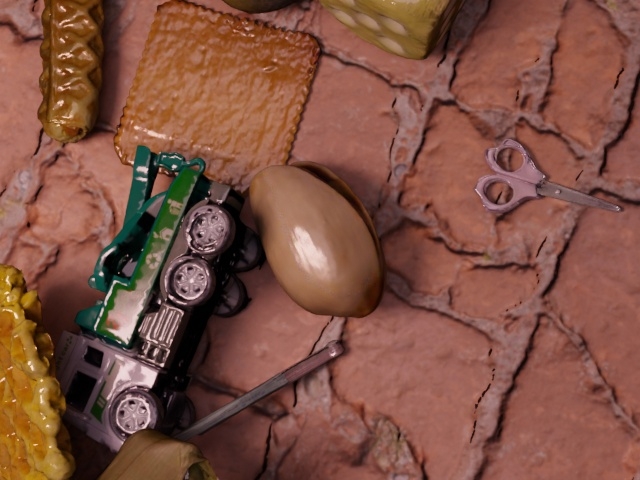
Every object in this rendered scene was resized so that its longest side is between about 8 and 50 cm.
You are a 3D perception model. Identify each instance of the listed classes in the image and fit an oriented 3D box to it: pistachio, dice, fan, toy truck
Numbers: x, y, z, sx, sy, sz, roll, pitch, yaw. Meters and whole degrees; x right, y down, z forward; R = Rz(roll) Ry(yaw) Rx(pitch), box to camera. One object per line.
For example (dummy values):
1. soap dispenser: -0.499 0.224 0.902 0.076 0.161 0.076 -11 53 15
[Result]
1. pistachio: 0.000 0.000 1.118 0.144 0.144 0.215 -29 84 -1
2. dice: 0.101 -0.339 1.136 0.169 0.169 0.166 32 86 6
3. fan: -0.088 0.193 1.107 0.282 0.057 0.023 -29 74 -19
4. toy truck: -0.196 0.073 1.109 0.178 0.176 0.363 17 84 13

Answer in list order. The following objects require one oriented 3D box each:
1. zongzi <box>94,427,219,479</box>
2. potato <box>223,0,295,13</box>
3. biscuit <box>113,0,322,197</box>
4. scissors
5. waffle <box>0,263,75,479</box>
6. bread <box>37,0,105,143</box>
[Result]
1. zongzi: -0.190 0.427 0.972 0.323 0.160 0.360 -42 126 -25
2. potato: -0.052 -0.408 1.161 0.174 0.159 0.251 42 101 -18
3. biscuit: -0.137 -0.186 1.207 0.232 0.013 0.236 16 85 4
4. scissors: 0.294 -0.064 1.173 0.189 0.015 0.100 16 82 3
5. waffle: -0.354 0.194 1.058 0.060 0.312 0.307 -6 59 -35
6. bread: -0.323 -0.307 1.197 0.077 0.084 0.367 6 80 -37
